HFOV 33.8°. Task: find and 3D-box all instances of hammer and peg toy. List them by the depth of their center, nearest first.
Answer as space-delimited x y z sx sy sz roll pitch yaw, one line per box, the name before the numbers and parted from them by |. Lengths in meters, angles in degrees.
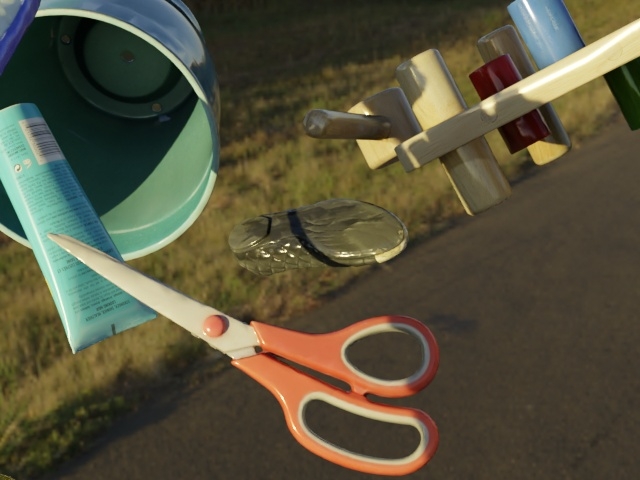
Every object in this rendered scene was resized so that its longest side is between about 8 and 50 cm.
hammer and peg toy | 0.162 -0.111 0.815 0.361 0.127 0.266 -26 2 30

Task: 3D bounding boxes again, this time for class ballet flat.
ballet flat | 0.000 0.000 0.863 0.173 0.049 0.057 -2 59 37

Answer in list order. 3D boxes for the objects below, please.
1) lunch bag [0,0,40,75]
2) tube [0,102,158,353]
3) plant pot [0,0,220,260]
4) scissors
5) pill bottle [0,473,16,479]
lunch bag | -0.236 -0.090 0.585 0.151 0.096 0.128 -12 42 19
tube | -0.215 -0.014 0.876 0.080 0.207 0.052 -25 -6 -29
plant pot | -0.228 -0.155 1.127 0.272 0.271 0.255 -4 30 5
scissors | -0.059 0.075 0.712 0.297 0.109 0.021 15 -12 3
pill bottle | -0.222 0.190 0.700 0.065 0.065 0.116 -10 -1 -14
